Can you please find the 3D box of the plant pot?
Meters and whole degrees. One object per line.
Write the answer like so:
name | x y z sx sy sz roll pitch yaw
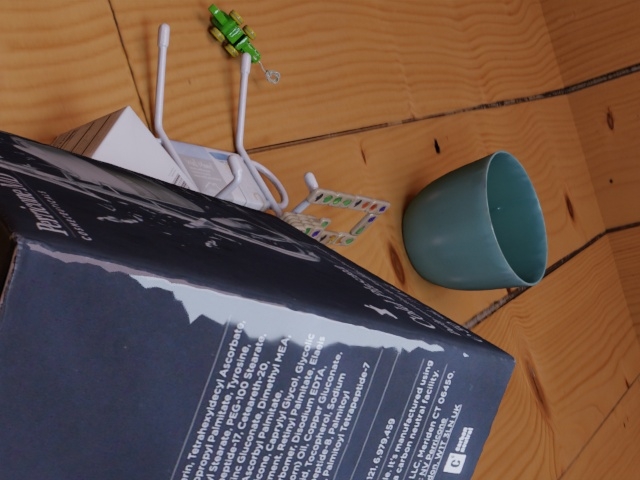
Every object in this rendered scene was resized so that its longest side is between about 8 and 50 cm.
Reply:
plant pot | 0.322 -0.022 2.058 0.293 0.235 0.293 27 56 -48

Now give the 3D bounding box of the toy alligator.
toy alligator | -0.140 -0.350 1.681 0.190 0.056 0.051 45 3 -37

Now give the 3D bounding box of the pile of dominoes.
pile of dominoes | 0.000 0.000 1.616 0.251 0.196 0.040 6 44 -55

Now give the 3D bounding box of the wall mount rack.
wall mount rack | -0.154 -0.175 1.525 0.350 0.130 0.304 8 46 -56

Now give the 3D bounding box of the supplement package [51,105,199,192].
supplement package | -0.264 -0.004 1.268 0.262 0.145 0.204 54 39 -30

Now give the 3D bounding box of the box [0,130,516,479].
box | -0.170 0.111 0.918 0.471 0.480 0.297 15 99 -35
